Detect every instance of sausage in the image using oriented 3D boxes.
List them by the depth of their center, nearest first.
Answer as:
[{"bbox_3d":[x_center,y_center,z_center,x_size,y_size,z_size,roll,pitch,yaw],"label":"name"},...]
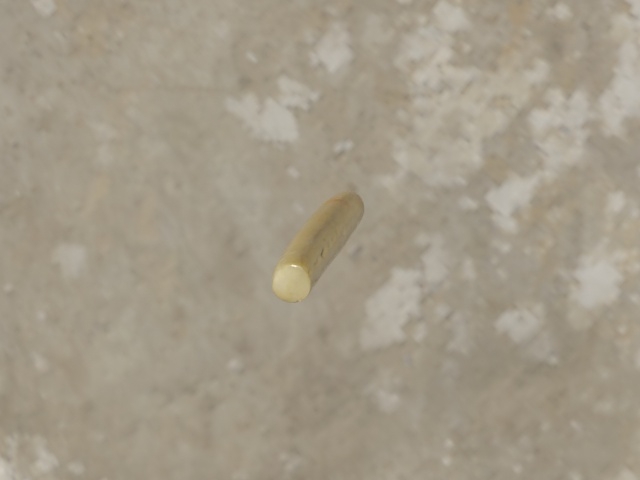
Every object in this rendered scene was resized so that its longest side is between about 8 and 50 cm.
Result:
[{"bbox_3d":[0.000,0.000,0.954,0.024,0.132,0.024,4,109,12],"label":"sausage"}]
